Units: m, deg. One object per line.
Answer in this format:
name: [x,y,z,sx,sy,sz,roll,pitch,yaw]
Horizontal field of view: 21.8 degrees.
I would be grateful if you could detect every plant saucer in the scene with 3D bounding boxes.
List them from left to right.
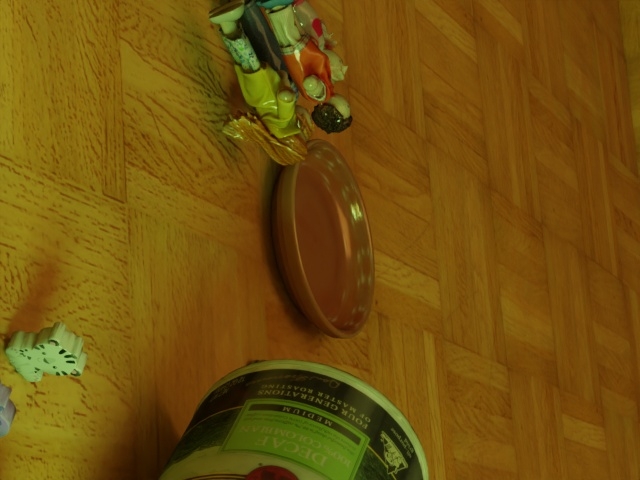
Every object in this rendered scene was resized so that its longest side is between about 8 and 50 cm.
plant saucer: [0.000,0.000,1.641,0.200,0.037,0.200,-10,90,-67]

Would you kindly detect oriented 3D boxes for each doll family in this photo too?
doll family: [-0.043,-0.157,1.543,0.263,0.118,0.163,-92,158,-70]

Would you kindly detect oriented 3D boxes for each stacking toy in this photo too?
stacking toy: [-0.230,0.076,1.037,0.167,0.052,0.221,-78,149,-43]

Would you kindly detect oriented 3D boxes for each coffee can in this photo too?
coffee can: [-0.046,0.243,1.213,0.275,0.202,0.201,-62,137,-57]

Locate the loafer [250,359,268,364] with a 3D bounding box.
loafer: [-0.025,0.154,1.511,0.045,0.039,0.125,-72,145,-48]
